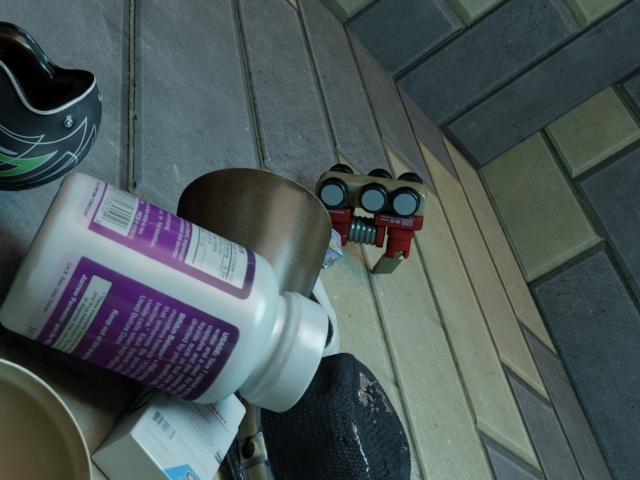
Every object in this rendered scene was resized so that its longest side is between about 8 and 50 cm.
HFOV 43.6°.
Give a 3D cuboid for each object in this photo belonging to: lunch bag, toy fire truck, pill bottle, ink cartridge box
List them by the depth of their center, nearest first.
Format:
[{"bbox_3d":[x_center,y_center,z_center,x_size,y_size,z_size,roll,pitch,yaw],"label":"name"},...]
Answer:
[{"bbox_3d":[-0.150,0.066,0.817,0.301,0.169,0.169,27,31,-18],"label":"pill bottle"},{"bbox_3d":[-0.156,0.208,0.863,0.104,0.060,0.180,53,22,-9],"label":"ink cartridge box"},{"bbox_3d":[0.000,0.000,1.513,0.083,0.053,0.071,36,26,-24],"label":"lunch bag"},{"bbox_3d":[0.097,-0.020,1.626,0.158,0.217,0.246,-67,163,-66],"label":"toy fire truck"}]

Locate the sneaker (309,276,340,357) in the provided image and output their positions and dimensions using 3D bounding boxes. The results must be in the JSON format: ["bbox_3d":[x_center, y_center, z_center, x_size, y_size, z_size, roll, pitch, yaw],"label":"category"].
[{"bbox_3d":[-0.046,0.082,1.268,0.123,0.106,0.290,68,1,-58],"label":"sneaker"}]

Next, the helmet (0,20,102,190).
[{"bbox_3d":[-0.319,-0.132,0.837,0.161,0.169,0.169,40,26,-27],"label":"helmet"}]

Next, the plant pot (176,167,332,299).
[{"bbox_3d":[-0.105,0.064,1.028,0.215,0.215,0.230,42,41,-33],"label":"plant pot"}]

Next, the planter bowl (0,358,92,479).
[{"bbox_3d":[-0.268,0.181,0.589,0.162,0.109,0.162,46,23,-26],"label":"planter bowl"}]

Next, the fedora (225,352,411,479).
[{"bbox_3d":[0.019,0.264,1.035,0.334,0.152,0.334,46,24,-27],"label":"fedora"}]
